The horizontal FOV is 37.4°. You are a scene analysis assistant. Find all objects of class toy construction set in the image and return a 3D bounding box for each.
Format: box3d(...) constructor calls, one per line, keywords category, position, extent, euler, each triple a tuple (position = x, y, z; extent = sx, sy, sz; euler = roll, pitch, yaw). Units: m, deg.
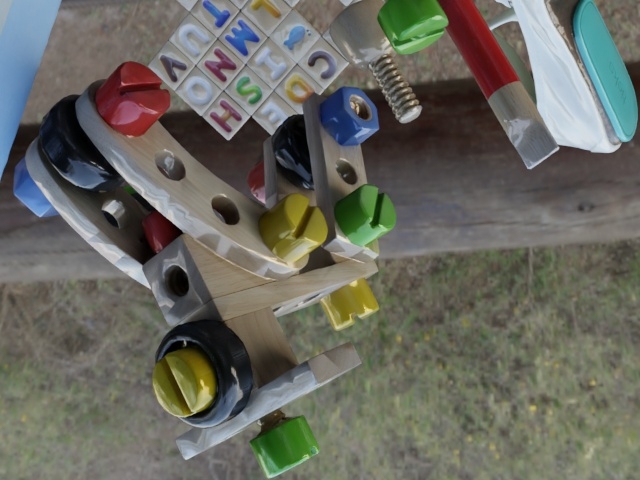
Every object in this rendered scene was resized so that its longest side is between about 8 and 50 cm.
box3d(category="toy construction set", position=(0.000, 0.000, 0.581), extent=(0.309, 0.237, 0.257), euler=(-31, 162, 11))

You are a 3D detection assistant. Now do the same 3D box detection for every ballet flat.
box3d(category="ballet flat", position=(0.220, -0.254, 0.982), extent=(0.139, 0.139, 0.400), euler=(-15, 124, 19))

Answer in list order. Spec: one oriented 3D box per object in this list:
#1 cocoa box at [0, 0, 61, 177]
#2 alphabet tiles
box3d(category="cocoa box", position=(-0.297, -0.157, 0.505), extent=(0.228, 0.347, 0.231), euler=(6, 165, 32))
box3d(category="alphabet tiles", position=(-0.067, -0.223, 0.968), extent=(0.198, 0.009, 0.237), euler=(42, 116, -6))
